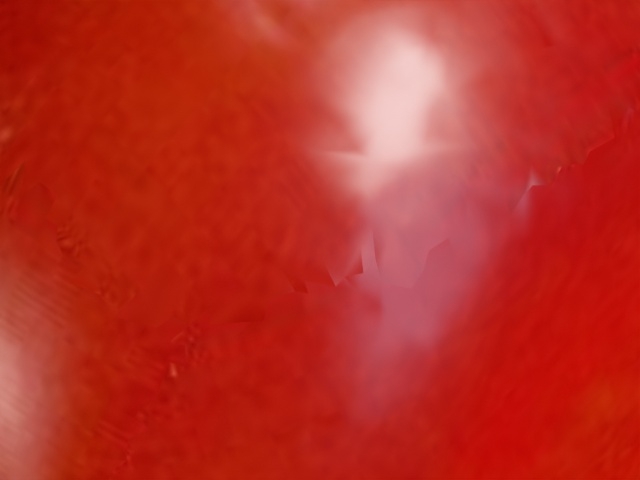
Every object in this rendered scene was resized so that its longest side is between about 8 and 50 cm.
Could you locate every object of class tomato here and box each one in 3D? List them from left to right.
[{"bbox_3d":[0.000,0.000,0.497,0.325,0.293,0.289,-30,125,-18],"label":"tomato"}]
